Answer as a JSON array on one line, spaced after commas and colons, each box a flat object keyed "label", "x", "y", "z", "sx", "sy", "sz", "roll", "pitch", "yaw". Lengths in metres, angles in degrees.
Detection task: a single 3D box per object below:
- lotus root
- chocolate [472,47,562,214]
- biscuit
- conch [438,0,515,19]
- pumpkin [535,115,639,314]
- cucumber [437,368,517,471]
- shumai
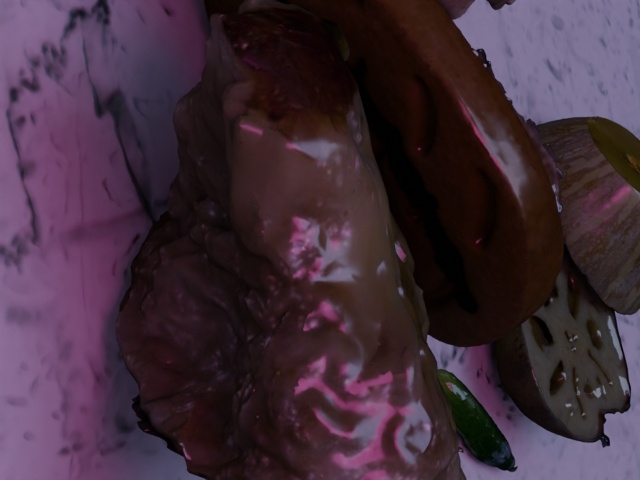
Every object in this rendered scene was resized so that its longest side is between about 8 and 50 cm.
[{"label": "lotus root", "x": 0.219, "y": 0.104, "z": 1.517, "sx": 0.183, "sy": 0.078, "sz": 0.203, "roll": 15, "pitch": 61, "yaw": -46}, {"label": "chocolate", "x": 0.112, "y": -0.069, "z": 1.408, "sx": 0.161, "sy": 0.083, "sz": 0.261, "roll": -53, "pitch": 126, "yaw": -21}, {"label": "biscuit", "x": 0.026, "y": -0.079, "z": 1.152, "sx": 0.063, "sy": 0.314, "sz": 0.367, "roll": -33, "pitch": 83, "yaw": -26}, {"label": "conch", "x": 0.077, "y": -0.266, "z": 1.213, "sx": 0.263, "sy": 0.324, "sz": 0.186, "roll": 23, "pitch": 56, "yaw": -19}, {"label": "pumpkin", "x": 0.302, "y": -0.043, "z": 1.576, "sx": 0.217, "sy": 0.110, "sz": 0.217, "roll": 35, "pitch": 37, "yaw": -33}, {"label": "cucumber", "x": 0.144, "y": 0.172, "z": 1.442, "sx": 0.155, "sy": 0.037, "sz": 0.037, "roll": 51, "pitch": 47, "yaw": -33}, {"label": "shumai", "x": 0.002, "y": -0.003, "z": 1.036, "sx": 0.217, "sy": 0.346, "sz": 0.283, "roll": 7, "pitch": 114, "yaw": -21}]
